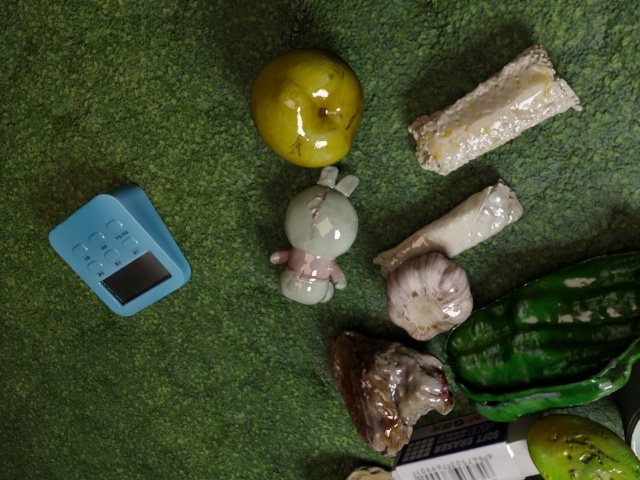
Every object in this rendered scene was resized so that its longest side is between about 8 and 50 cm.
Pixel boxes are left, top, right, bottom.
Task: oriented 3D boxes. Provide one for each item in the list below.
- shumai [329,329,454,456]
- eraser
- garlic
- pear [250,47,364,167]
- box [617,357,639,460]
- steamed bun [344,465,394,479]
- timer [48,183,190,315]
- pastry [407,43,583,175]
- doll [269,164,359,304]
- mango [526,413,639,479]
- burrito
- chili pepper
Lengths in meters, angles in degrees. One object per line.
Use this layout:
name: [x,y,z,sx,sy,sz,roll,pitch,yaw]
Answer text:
shumai: [0.140,0.266,1.097,0.185,0.218,0.184,-10,121,-18]
eraser: [0.274,0.379,1.067,0.279,0.124,0.081,-25,97,27]
garlic: [0.181,0.090,0.995,0.147,0.102,0.159,18,125,6]
pear: [-0.023,-0.219,0.966,0.200,0.200,0.200,7,109,20]
box: [0.583,0.281,0.897,0.226,0.149,0.226,6,109,19]
steamed bun: [0.099,0.563,1.192,0.141,0.172,0.155,20,131,26]
timer: [-0.424,0.033,1.262,0.232,0.091,0.250,-30,97,27]
pastry: [0.252,-0.195,0.918,0.258,0.089,0.121,-26,83,24]
doll: [-0.006,0.006,1.067,0.155,0.113,0.275,24,115,17]
mango: [0.410,0.345,0.863,0.233,0.111,0.125,40,146,40]
burrito: [0.206,-0.007,1.008,0.275,0.059,0.082,-30,108,27]
chili pepper: [0.384,0.160,0.928,0.167,0.213,0.385,28,132,-37]
